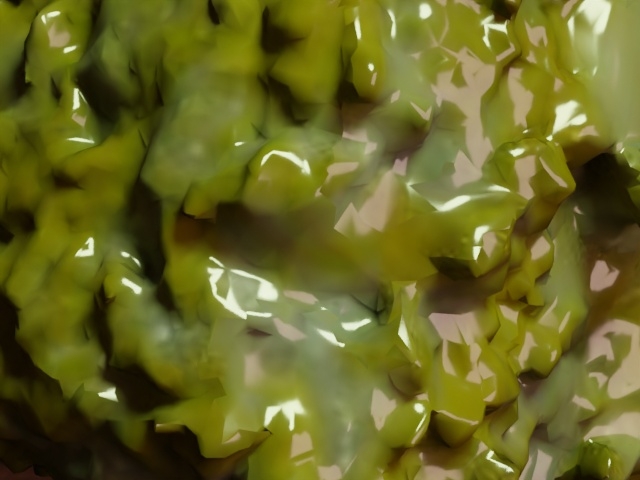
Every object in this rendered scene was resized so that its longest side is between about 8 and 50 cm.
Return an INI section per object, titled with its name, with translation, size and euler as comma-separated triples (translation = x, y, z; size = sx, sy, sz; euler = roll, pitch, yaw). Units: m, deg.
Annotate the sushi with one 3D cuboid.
[sushi]
translation = 0.000, 0.000, 0.682
size = 0.396, 0.351, 0.240
euler = 18, 81, -56
